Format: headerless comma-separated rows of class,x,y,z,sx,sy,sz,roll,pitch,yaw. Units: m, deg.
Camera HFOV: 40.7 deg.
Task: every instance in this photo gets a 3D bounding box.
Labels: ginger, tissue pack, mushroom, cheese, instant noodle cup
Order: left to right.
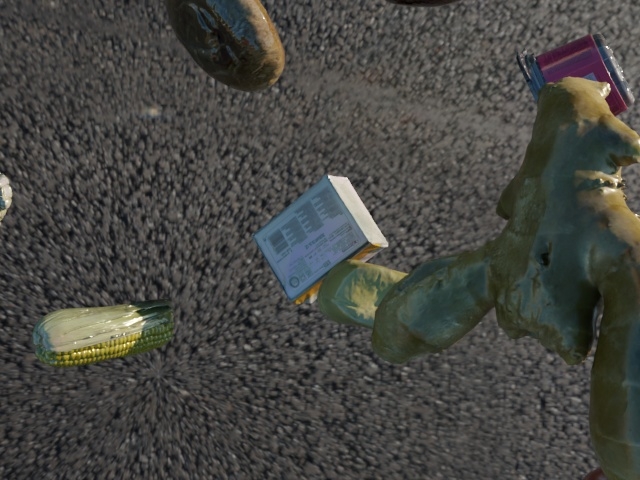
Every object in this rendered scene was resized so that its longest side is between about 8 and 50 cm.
mushroom,-0.182,-0.398,1.624,0.278,0.278,0.146,46,70,-1
tissue pack,0.000,0.000,1.835,0.225,0.124,0.185,-38,74,20
cheese,0.108,0.114,1.544,0.226,0.214,0.117,18,81,-2
ginger,0.236,0.012,0.781,0.122,0.363,0.348,25,90,-35
instant noodle cup,0.582,-0.344,1.926,0.181,0.302,0.258,-26,55,23

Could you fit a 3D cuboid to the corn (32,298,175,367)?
corn,-0.446,0.186,1.800,0.305,0.122,0.123,-7,121,-42

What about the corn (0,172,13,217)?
corn,-0.427,-0.046,1.054,0.087,0.211,0.087,2,84,-22

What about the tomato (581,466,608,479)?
tomato,0.500,0.409,1.271,0.228,0.228,0.101,40,90,-2

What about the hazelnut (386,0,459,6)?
hazelnut,0.145,-0.391,1.097,0.212,0.181,0.181,6,98,-35
